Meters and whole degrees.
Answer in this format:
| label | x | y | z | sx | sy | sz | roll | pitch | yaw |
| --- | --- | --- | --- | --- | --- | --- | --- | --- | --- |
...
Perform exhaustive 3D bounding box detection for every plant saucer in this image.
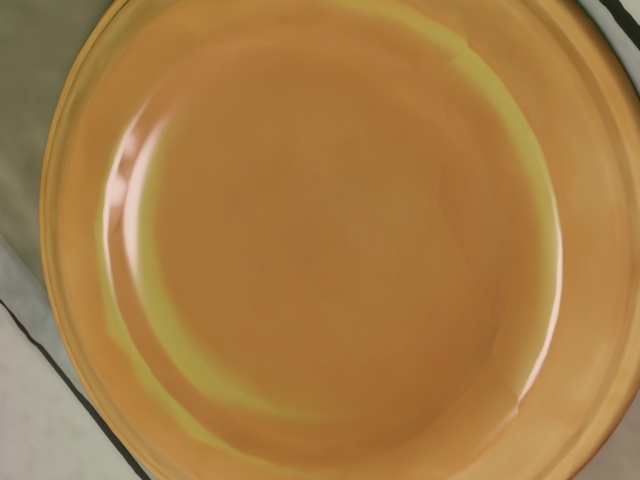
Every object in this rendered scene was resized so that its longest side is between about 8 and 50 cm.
| label | x | y | z | sx | sy | sz | roll | pitch | yaw |
| --- | --- | --- | --- | --- | --- | --- | --- | --- | --- |
| plant saucer | 0.000 | 0.000 | 0.525 | 0.200 | 0.037 | 0.200 | 3 | 99 | 23 |
